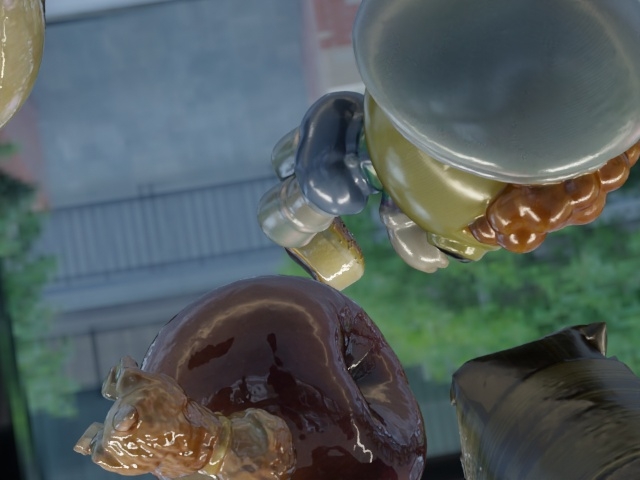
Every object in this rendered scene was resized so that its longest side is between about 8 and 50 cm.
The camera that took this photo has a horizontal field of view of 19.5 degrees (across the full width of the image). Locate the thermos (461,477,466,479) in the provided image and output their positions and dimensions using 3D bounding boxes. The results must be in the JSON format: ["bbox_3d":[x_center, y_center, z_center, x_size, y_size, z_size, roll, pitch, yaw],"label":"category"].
[{"bbox_3d":[0.169,0.333,1.680,0.110,0.330,0.136,26,118,-8],"label":"thermos"}]

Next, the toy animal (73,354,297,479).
[{"bbox_3d":[-0.100,0.175,1.583,0.185,0.104,0.184,27,173,-11],"label":"toy animal"}]

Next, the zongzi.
[{"bbox_3d":[0.183,0.232,1.118,0.134,0.288,0.286,-11,-155,-12],"label":"zongzi"}]

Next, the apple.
[{"bbox_3d":[-0.042,0.180,1.874,0.235,0.305,0.306,-30,161,21],"label":"apple"}]

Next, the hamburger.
[{"bbox_3d":[0.000,0.000,2.384,0.081,0.141,0.126,-45,149,-6],"label":"hamburger"}]

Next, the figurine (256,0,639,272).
[{"bbox_3d":[0.063,-0.071,1.340,0.205,0.224,0.382,28,139,-26],"label":"figurine"}]

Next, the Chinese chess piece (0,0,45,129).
[{"bbox_3d":[-0.372,-0.195,1.659,0.257,0.257,0.104,-15,-157,23],"label":"Chinese chess piece"}]
